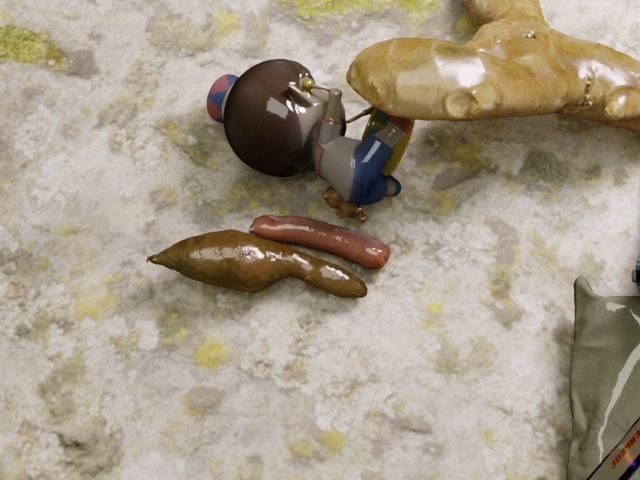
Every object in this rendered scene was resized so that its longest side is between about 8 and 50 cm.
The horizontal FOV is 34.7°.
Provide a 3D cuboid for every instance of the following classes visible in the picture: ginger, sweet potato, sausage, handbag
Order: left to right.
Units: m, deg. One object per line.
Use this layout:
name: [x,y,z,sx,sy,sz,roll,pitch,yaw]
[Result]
sweet potato: [-0.074,0.028,1.255,0.270,0.075,0.074,9,72,-2]
sausage: [0.000,-0.001,1.270,0.177,0.040,0.047,16,57,11]
ginger: [0.252,-0.197,1.206,0.348,0.122,0.363,29,36,19]
handbag: [0.432,0.177,1.128,0.316,0.109,0.253,6,76,8]

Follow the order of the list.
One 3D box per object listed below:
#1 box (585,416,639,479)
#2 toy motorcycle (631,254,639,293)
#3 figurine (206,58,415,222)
box: [0.438,0.282,1.017,0.310,0.084,0.198,34,105,-2]
toy motorcycle: [0.417,0.036,1.090,0.173,0.100,0.058,1,83,-11]
figurine: [-0.019,-0.144,1.273,0.276,0.161,0.158,25,48,12]
